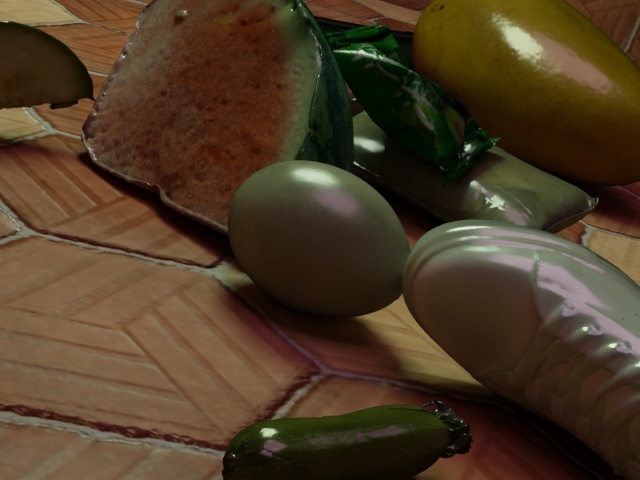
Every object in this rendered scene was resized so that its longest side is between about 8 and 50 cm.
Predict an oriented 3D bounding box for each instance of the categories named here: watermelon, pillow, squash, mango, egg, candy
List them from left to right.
[{"bbox_3d":[-0.308,-0.141,0.903,0.252,0.093,0.169,1,23,-16],"label":"squash"},{"bbox_3d":[-0.065,-0.155,1.045,0.292,0.222,0.319,23,19,26],"label":"watermelon"},{"bbox_3d":[0.000,0.000,0.834,0.152,0.114,0.114,25,21,13],"label":"egg"},{"bbox_3d":[0.017,0.120,0.624,0.183,0.052,0.052,-2,29,-44],"label":"squash"},{"bbox_3d":[0.089,-0.148,1.142,0.203,0.078,0.141,48,20,6],"label":"candy"},{"bbox_3d":[0.146,-0.072,1.204,0.302,0.074,0.185,28,33,28],"label":"pillow"},{"bbox_3d":[0.312,-0.222,1.548,0.300,0.232,0.445,6,30,-42],"label":"mango"}]

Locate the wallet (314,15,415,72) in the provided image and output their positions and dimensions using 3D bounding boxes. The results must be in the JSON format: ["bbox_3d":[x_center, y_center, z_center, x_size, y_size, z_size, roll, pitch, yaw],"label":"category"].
[{"bbox_3d":[0.055,-0.335,1.846,0.406,0.062,0.228,3,25,-37],"label":"wallet"}]

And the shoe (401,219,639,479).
[{"bbox_3d":[0.215,0.111,0.730,0.363,0.131,0.160,24,25,3],"label":"shoe"}]

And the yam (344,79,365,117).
[{"bbox_3d":[0.068,-0.160,1.375,0.127,0.084,0.084,6,23,-23],"label":"yam"}]
